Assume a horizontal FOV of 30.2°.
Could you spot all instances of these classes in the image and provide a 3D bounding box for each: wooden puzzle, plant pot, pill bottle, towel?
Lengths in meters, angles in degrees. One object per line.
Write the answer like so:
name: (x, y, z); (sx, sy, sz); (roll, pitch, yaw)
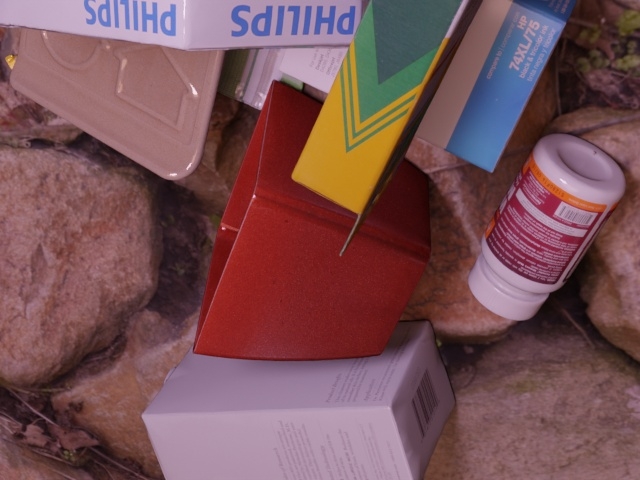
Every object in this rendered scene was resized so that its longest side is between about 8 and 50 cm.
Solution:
wooden puzzle: (-0.231, -0.295, 1.476); (0.322, 0.080, 0.348); (30, 117, 23)
plant pot: (0.000, 0.000, 1.507); (0.235, 0.267, 0.267); (17, 126, -8)
pill bottle: (0.273, -0.013, 1.465); (0.121, 0.121, 0.221); (29, 126, 3)
towel: (-0.092, -0.227, 1.542); (0.152, 0.023, 0.113); (25, 126, 6)

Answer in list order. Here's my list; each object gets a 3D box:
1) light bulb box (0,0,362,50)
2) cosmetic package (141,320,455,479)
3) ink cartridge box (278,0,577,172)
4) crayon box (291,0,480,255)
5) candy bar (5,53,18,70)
light bulb box: (-0.147, -0.379, 1.170); (0.358, 0.225, 0.361); (15, 109, 46)
cosmetic package: (-0.031, 0.238, 1.683); (0.385, 0.217, 0.156); (-6, 117, 26)
ink cartridge box: (0.128, -0.249, 1.333); (0.270, 0.198, 0.197); (26, 125, 5)
crayon box: (0.075, -0.167, 1.156); (0.083, 0.203, 0.323); (28, 124, 5)
candy bar: (-0.367, -0.263, 1.633); (0.161, 0.018, 0.040); (-19, 111, 30)
